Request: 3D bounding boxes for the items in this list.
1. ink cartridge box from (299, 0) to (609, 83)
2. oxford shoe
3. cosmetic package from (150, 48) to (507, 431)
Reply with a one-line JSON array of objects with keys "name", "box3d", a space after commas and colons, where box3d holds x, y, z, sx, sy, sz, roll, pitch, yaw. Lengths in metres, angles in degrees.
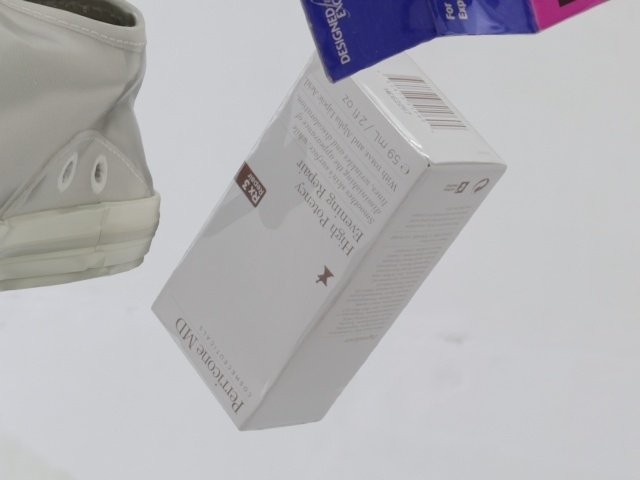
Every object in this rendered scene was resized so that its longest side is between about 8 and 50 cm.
[{"name": "ink cartridge box", "box3d": [0.148, -0.216, 0.861, 0.069, 0.370, 0.176, 39, -29, 64]}, {"name": "oxford shoe", "box3d": [-0.167, -0.041, 0.612, 0.169, 0.449, 0.130, 4, -85, 14]}, {"name": "cosmetic package", "box3d": [0.000, 0.000, 1.157, 0.117, 0.085, 0.231, 51, -58, 28]}]
